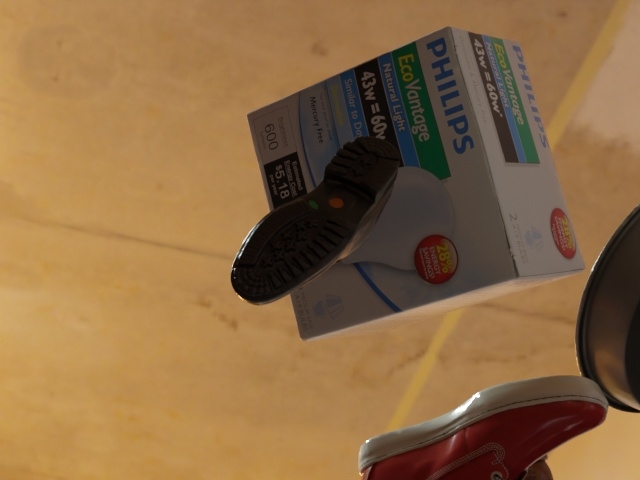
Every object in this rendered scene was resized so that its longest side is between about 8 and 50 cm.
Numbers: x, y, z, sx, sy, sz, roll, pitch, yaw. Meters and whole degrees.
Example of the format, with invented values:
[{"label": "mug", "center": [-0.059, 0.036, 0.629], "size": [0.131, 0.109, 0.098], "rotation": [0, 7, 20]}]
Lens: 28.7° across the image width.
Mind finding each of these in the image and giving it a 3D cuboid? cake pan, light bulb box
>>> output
[{"label": "cake pan", "center": [0.390, 0.061, 1.271], "size": [0.293, 0.054, 0.293], "rotation": [-14, -59, -24]}, {"label": "light bulb box", "center": [0.132, -0.071, 1.794], "size": [0.361, 0.358, 0.225], "rotation": [-20, -10, 33]}]

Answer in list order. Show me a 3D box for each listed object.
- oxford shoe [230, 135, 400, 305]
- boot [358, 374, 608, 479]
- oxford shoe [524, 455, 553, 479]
[{"label": "oxford shoe", "center": [0.000, 0.000, 1.222], "size": [0.082, 0.227, 0.096], "rotation": [35, -34, 22]}, {"label": "boot", "center": [0.142, 0.224, 1.047], "size": [0.244, 0.176, 0.088], "rotation": [-29, -43, 30]}, {"label": "oxford shoe", "center": [0.154, 0.287, 1.358], "size": [0.212, 0.076, 0.076], "rotation": [-23, -18, 25]}]
